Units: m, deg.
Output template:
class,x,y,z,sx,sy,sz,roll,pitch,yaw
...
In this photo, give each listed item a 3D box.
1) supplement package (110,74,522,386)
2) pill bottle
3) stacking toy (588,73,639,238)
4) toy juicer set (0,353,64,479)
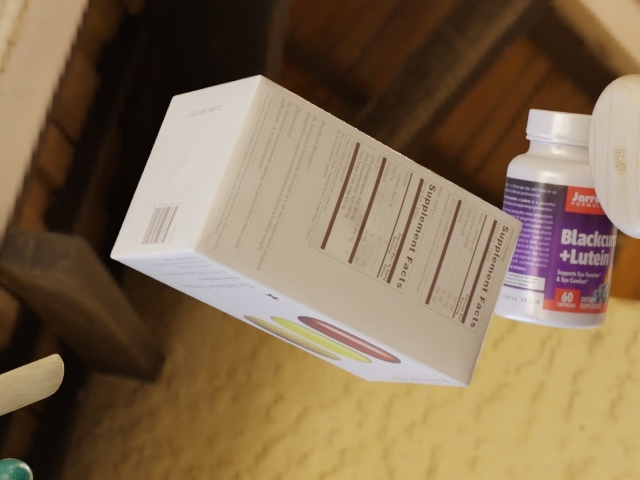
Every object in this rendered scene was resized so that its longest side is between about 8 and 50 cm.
class,x,y,z,sx,sy,sz,roll,pitch,yaw
supplement package,0.000,0.000,1.204,0.244,0.139,0.133,27,-106,-27
pill bottle,0.222,-0.022,1.541,0.108,0.108,0.193,-2,-80,-53
stacking toy,0.408,-0.085,1.454,0.330,0.141,0.141,-6,-77,-18
toy juicer set,-0.292,0.247,1.235,0.209,0.089,0.329,6,-104,-38
